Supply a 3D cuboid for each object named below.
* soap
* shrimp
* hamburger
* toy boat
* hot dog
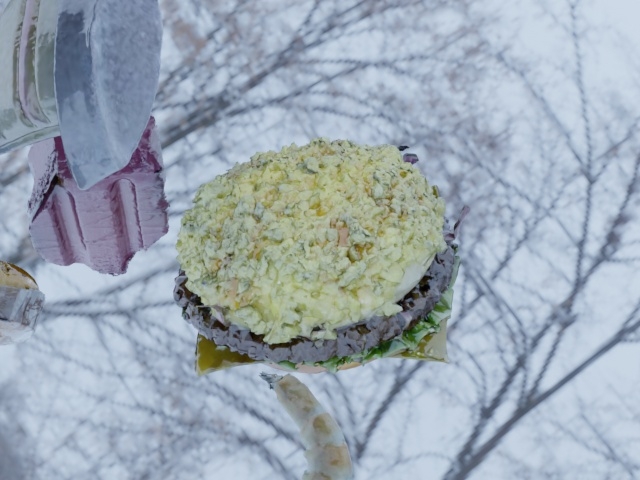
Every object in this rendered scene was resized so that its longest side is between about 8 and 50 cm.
[{"bbox_3d":[-0.282,-0.050,1.620,0.289,0.182,0.112,95,-11,-64],"label":"soap"},{"bbox_3d":[-0.036,0.351,1.956,0.185,0.068,0.287,2,-93,27],"label":"shrimp"},{"bbox_3d":[0.000,0.000,1.026,0.261,0.243,0.138,-89,174,-54],"label":"hamburger"},{"bbox_3d":[-0.286,-0.200,1.365,0.294,0.276,0.111,13,-3,37],"label":"toy boat"},{"bbox_3d":[-0.394,0.049,1.270,0.131,0.253,0.069,-33,-130,46],"label":"hot dog"}]
